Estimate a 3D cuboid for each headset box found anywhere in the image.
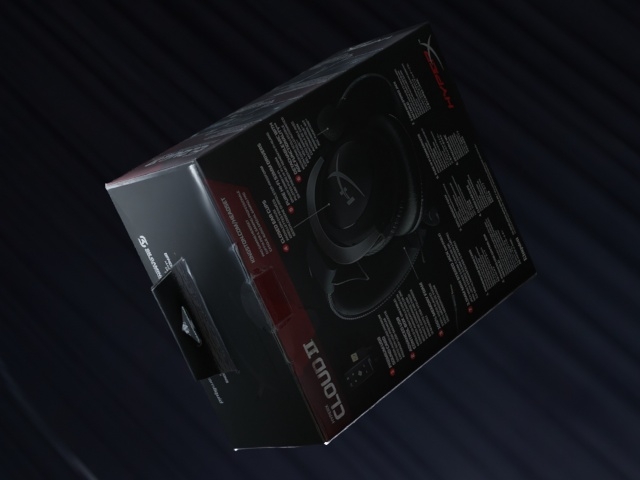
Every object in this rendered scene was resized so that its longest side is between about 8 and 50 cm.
[{"bbox_3d":[0.000,0.000,0.336,0.032,0.062,0.083,-12,-162,49],"label":"headset box"}]
